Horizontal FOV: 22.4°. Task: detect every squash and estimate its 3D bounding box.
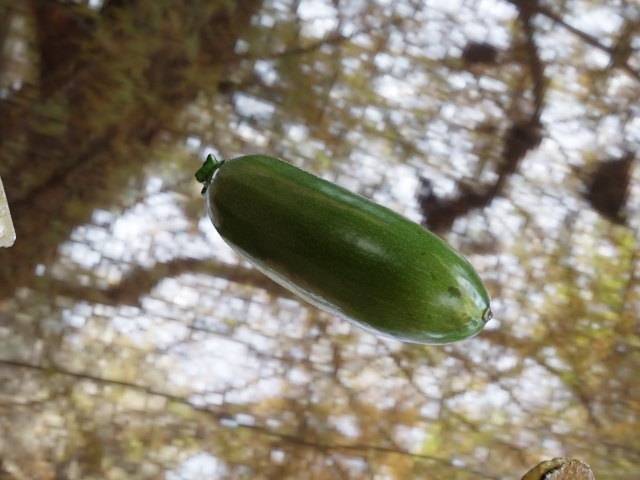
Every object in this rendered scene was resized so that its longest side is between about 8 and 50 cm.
[{"bbox_3d":[0.000,0.000,1.429,0.395,0.107,0.107,30,-80,49],"label":"squash"}]

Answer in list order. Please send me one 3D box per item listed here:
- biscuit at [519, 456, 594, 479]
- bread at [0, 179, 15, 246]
[{"bbox_3d":[0.144,0.282,1.392,0.247,0.118,0.029,-49,-127,6],"label":"biscuit"},{"bbox_3d":[-0.316,-0.053,1.355,0.119,0.084,0.177,8,-70,66],"label":"bread"}]
